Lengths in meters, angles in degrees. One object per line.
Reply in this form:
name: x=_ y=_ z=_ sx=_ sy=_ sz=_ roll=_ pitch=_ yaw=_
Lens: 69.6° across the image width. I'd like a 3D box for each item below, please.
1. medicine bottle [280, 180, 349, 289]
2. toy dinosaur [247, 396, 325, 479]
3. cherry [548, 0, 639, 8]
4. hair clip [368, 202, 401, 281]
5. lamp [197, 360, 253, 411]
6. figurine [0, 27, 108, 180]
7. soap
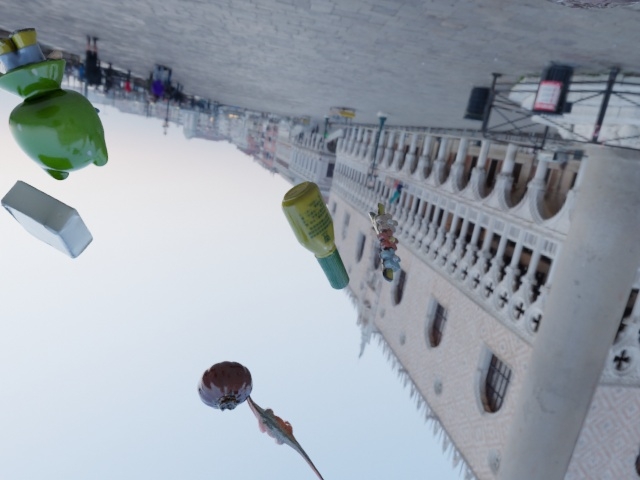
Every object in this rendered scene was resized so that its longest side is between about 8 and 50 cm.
medicine bottle: x=0.000 y=0.000 z=0.988 sx=0.095 sy=0.260 sz=0.064 roll=-42 pitch=-146 yaw=-26
toy dinosaur: x=-0.083 y=0.411 z=0.980 sx=0.279 sy=0.055 sz=0.101 roll=40 pitch=161 yaw=11
cherry: x=0.155 y=-0.222 z=0.216 sx=0.195 sy=0.195 sz=0.195 roll=9 pitch=-167 yaw=-2
hair clip: x=0.153 y=-0.004 z=1.060 sx=0.062 sy=0.056 sz=0.213 roll=22 pitch=-139 yaw=-30
lamp: x=-0.174 y=0.265 z=0.841 sx=0.101 sy=0.101 sz=0.090 roll=4 pitch=-146 yaw=-22
figurine: x=-0.508 y=-0.248 z=0.860 sx=0.162 sy=0.263 sz=0.143 roll=-22 pitch=-157 yaw=-9
soap: x=-0.531 y=-0.034 z=0.906 sx=0.121 sy=0.063 sz=0.183 roll=30 pitch=157 yaw=-6
